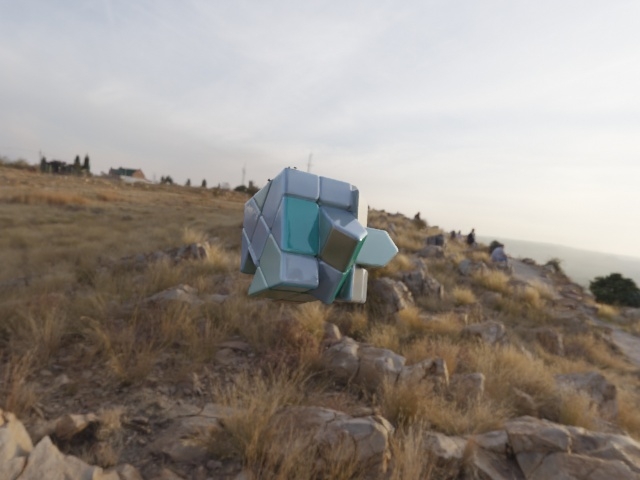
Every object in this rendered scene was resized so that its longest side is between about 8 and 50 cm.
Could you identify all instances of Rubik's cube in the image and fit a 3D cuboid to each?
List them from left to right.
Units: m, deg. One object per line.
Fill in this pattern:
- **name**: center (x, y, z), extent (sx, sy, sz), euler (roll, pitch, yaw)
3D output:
- **Rubik's cube**: center (0.000, 0.000, 0.697), extent (0.213, 0.224, 0.265), euler (10, -17, -28)
